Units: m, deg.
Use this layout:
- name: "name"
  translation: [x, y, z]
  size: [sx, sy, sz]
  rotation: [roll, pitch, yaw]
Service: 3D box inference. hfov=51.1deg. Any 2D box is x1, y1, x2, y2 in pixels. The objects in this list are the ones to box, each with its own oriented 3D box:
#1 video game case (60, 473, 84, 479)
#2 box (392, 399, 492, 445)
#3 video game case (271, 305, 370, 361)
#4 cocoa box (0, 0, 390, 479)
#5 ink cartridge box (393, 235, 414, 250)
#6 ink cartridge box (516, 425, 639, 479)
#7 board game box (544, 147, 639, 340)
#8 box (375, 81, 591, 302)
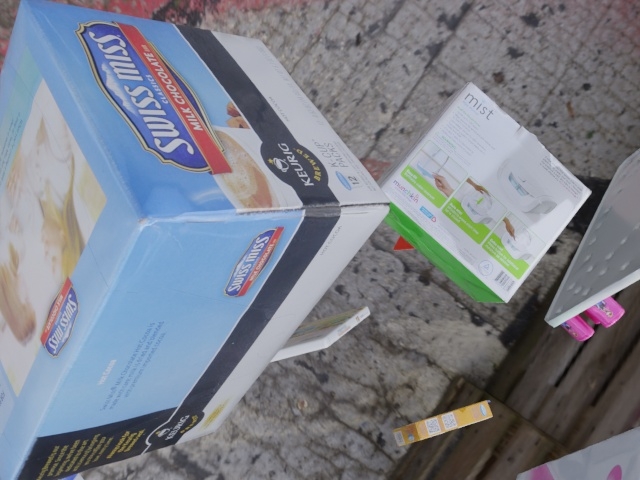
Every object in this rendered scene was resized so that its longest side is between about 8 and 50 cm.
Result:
- name: "video game case"
  translation: [-0.508, 0.371, 1.029]
  size: [0.061, 0.244, 0.269]
  rotation: [-25, 104, 20]
- name: "box"
  translation: [0.181, 0.261, 0.962]
  size: [0.136, 0.081, 0.028]
  rotation: [-8, 70, -21]
- name: "video game case"
  translation: [-0.024, 0.222, 1.552]
  size: [0.227, 0.206, 0.026]
  rotation: [-21, 93, 35]
- name: "cocoa box"
  translation: [-0.159, 0.014, 0.587]
  size: [0.231, 0.228, 0.347]
  rotation: [56, 128, 26]
- name: "ink cartridge box"
  translation: [0.311, -0.089, 1.657]
  size: [0.060, 0.275, 0.239]
  rotation: [49, 57, -27]
- name: "ink cartridge box"
  translation: [0.138, 0.308, 0.436]
  size: [0.071, 0.330, 0.324]
  rotation: [21, 64, 6]
- name: "board game box"
  translation: [0.452, -0.089, 0.743]
  size: [0.050, 0.390, 0.390]
  rotation: [43, 50, 1]
- name: "box"
  translation: [0.243, -0.071, 1.056]
  size: [0.262, 0.127, 0.231]
  rotation: [40, 80, -5]
